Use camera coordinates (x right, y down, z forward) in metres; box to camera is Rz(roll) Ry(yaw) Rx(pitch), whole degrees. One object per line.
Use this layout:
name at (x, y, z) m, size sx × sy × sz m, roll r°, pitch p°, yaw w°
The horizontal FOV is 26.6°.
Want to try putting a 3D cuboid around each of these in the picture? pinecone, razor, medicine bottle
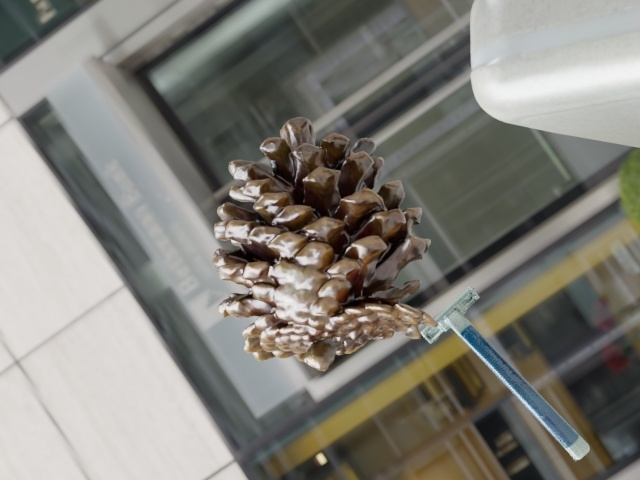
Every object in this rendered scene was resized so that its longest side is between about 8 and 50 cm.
pinecone at (0.000, -0.001, 1.140) m, size 0.168 × 0.185 × 0.212 m, roll -166°, pitch 71°, yaw -88°
razor at (0.182, 0.133, 1.283) m, size 0.191 × 0.068 × 0.037 m, roll 47°, pitch -178°, yaw 15°
medicine bottle at (0.293, -0.139, 0.993) m, size 0.375 × 0.282 × 0.123 m, roll 4°, pitch -97°, yaw -50°
